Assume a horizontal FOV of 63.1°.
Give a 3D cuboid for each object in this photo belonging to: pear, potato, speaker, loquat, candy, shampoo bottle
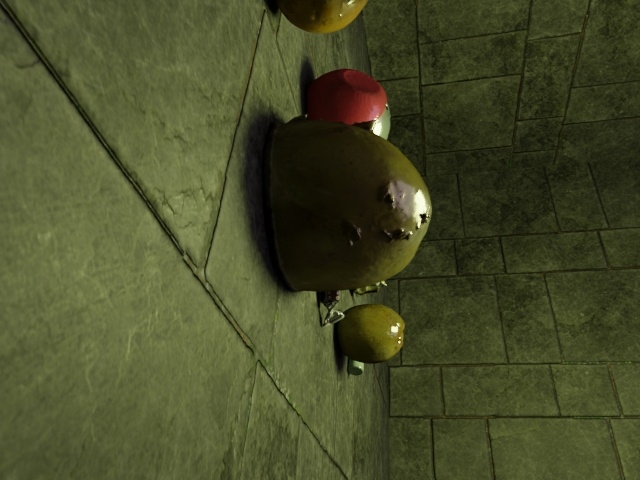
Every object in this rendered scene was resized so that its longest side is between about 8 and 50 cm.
[{"bbox_3d":[0.166,0.299,1.679,0.228,0.212,0.188,8,81,-77],"label":"pear"},{"bbox_3d":[0.082,-0.080,1.163,0.442,0.320,0.384,44,45,-77],"label":"potato"},{"bbox_3d":[0.069,-0.334,1.505,0.294,0.295,0.293,-4,90,-79],"label":"speaker"},{"bbox_3d":[0.004,-0.570,1.130,0.235,0.235,0.234,-4,90,-79],"label":"loquat"},{"bbox_3d":[0.031,0.125,1.410,0.051,0.094,0.226,-122,-149,-75],"label":"candy"},{"bbox_3d":[0.132,0.390,1.879,0.195,0.056,0.056,-81,163,-47],"label":"shampoo bottle"}]

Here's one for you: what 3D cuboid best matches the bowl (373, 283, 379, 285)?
[{"bbox_3d":[0.105,0.005,1.649,0.287,0.144,0.286,-3,90,-79],"label":"bowl"}]

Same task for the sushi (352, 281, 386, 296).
[{"bbox_3d":[0.166,0.105,1.950,0.131,0.139,0.290,-92,170,-50],"label":"sushi"}]
